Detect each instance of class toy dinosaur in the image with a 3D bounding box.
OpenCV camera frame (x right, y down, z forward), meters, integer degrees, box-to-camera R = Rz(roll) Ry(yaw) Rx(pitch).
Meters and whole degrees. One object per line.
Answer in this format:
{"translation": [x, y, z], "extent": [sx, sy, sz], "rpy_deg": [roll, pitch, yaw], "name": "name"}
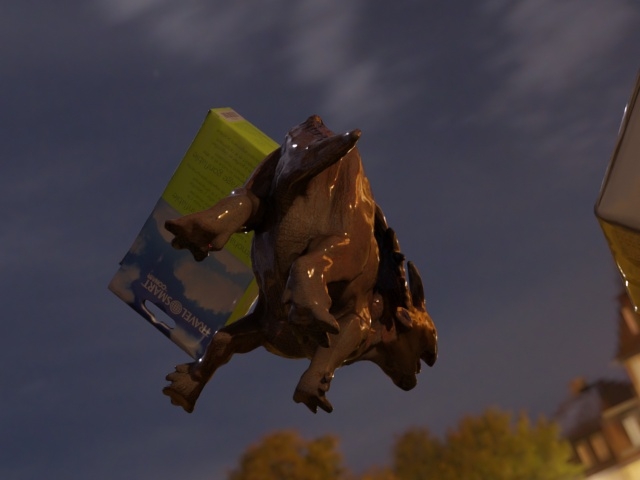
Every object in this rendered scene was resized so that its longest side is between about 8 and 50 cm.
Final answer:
{"translation": [0.000, 0.000, 1.080], "extent": [0.200, 0.127, 0.295], "rpy_deg": [-53, -24, -39], "name": "toy dinosaur"}

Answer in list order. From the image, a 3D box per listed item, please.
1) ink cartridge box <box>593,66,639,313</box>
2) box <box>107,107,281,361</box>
{"translation": [0.302, -0.005, 1.032], "extent": [0.223, 0.129, 0.307], "rpy_deg": [18, -7, 18], "name": "ink cartridge box"}
{"translation": [-0.085, -0.004, 1.361], "extent": [0.178, 0.109, 0.042], "rpy_deg": [-58, -17, 20], "name": "box"}
